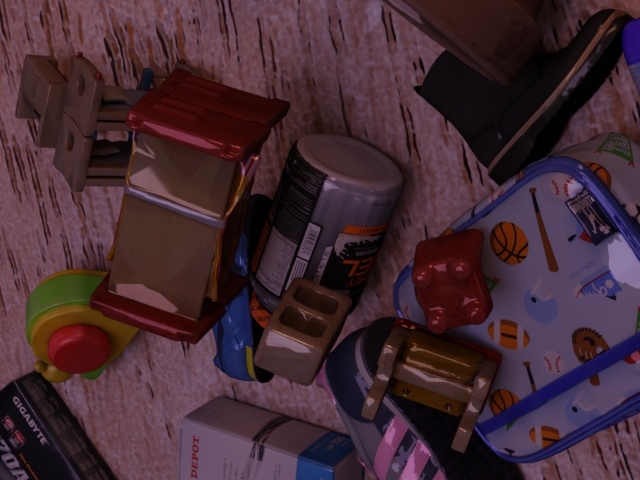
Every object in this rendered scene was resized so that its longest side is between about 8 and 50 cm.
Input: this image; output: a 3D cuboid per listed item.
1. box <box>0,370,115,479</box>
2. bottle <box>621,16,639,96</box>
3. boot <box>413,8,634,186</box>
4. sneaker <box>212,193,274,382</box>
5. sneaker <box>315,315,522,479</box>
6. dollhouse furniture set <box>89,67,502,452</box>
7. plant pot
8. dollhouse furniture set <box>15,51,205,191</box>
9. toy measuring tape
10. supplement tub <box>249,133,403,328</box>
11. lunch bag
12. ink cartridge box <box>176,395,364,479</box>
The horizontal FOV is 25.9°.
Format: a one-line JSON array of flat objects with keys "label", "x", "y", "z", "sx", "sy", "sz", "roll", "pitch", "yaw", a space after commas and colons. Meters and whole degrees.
[{"label": "box", "x": -0.347, "y": 0.293, "z": 1.710, "sx": 0.175, "sy": 0.051, "sz": 0.220, "roll": -39, "pitch": 84, "yaw": 33}, {"label": "bottle", "x": 0.352, "y": -0.071, "z": 1.157, "sx": 0.118, "sy": 0.092, "sz": 0.282, "roll": -21, "pitch": 94, "yaw": 33}, {"label": "boot", "x": 0.175, "y": -0.159, "z": 1.251, "sx": 0.137, "sy": 0.077, "sz": 0.198, "roll": 47, "pitch": 121, "yaw": 16}, {"label": "sneaker", "x": -0.088, "y": 0.050, "z": 1.471, "sx": 0.082, "sy": 0.069, "sz": 0.209, "roll": 13, "pitch": 111, "yaw": 31}, {"label": "sneaker", "x": 0.109, "y": 0.232, "z": 1.405, "sx": 0.131, "sy": 0.112, "sz": 0.319, "roll": -32, "pitch": 85, "yaw": 51}, {"label": "dollhouse furniture set", "x": -0.003, "y": 0.010, "z": 1.245, "sx": 0.374, "sy": 0.152, "sz": 0.201, "roll": 20, "pitch": 115, "yaw": 6}, {"label": "plant pot", "x": 0.122, "y": -0.292, "z": 1.144, "sx": 0.263, "sy": 0.263, "sz": 0.229, "roll": 41, "pitch": 98, "yaw": 14}, {"label": "dollhouse furniture set", "x": -0.225, "y": -0.150, "z": 1.479, "sx": 0.183, "sy": 0.129, "sz": 0.128, "roll": 46, "pitch": 127, "yaw": 47}, {"label": "toy measuring tape", "x": -0.242, "y": 0.050, "z": 1.526, "sx": 0.121, "sy": 0.121, "sz": 0.330, "roll": 47, "pitch": 125, "yaw": 10}, {"label": "supplement tub", "x": 0.000, "y": 0.000, "z": 1.374, "sx": 0.117, "sy": 0.117, "sz": 0.190, "roll": 30, "pitch": 119, "yaw": 20}, {"label": "lunch bag", "x": 0.220, "y": 0.061, "z": 1.236, "sx": 0.243, "sy": 0.115, "sz": 0.303, "roll": 57, "pitch": 138, "yaw": 6}, {"label": "ink cartridge box", "x": -0.055, "y": 0.266, "z": 1.510, "sx": 0.191, "sy": 0.082, "sz": 0.139, "roll": 15, "pitch": 113, "yaw": 27}]
